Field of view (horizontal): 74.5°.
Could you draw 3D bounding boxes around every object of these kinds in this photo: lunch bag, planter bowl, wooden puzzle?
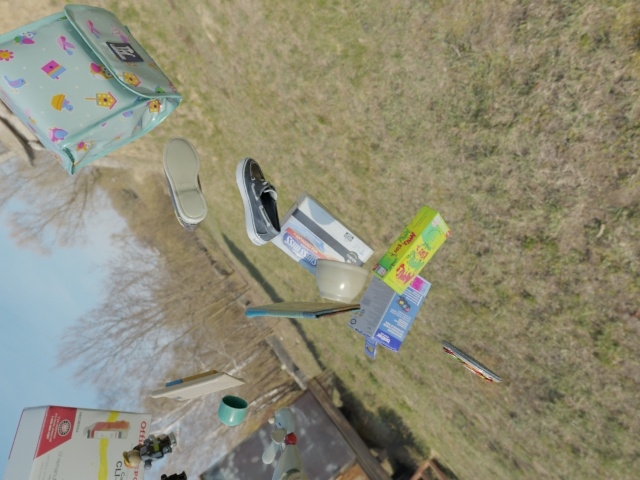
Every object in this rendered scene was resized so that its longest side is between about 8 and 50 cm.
[{"bbox_3d":[-0.421,-0.289,0.773,0.223,0.262,0.160,49,154,-3],"label":"lunch bag"},{"bbox_3d":[0.056,0.126,1.248,0.162,0.109,0.162,13,170,2],"label":"planter bowl"},{"bbox_3d":[-0.375,0.452,1.322,0.238,0.221,0.044,70,-175,-67],"label":"wooden puzzle"}]

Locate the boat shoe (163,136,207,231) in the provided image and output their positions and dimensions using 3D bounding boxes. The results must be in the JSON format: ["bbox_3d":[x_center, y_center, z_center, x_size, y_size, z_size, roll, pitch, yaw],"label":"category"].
[{"bbox_3d":[-0.442,-0.186,1.366,0.097,0.117,0.324,-50,55,54],"label":"boat shoe"}]

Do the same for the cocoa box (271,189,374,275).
[{"bbox_3d":[0.000,0.000,1.695,0.347,0.228,0.231,39,-174,-10],"label":"cocoa box"}]

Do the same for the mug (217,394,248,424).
[{"bbox_3d":[-0.415,0.803,1.986,0.129,0.097,0.158,17,180,2],"label":"mug"}]

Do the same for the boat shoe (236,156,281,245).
[{"bbox_3d":[-0.179,-0.137,1.278,0.108,0.102,0.301,25,-134,-50],"label":"boat shoe"}]

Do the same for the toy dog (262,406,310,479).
[{"bbox_3d":[-0.147,0.760,1.452,0.333,0.161,0.220,-126,41,-60],"label":"toy dog"}]

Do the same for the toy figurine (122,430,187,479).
[{"bbox_3d":[-0.501,0.700,1.267,0.213,0.148,0.209,131,120,-70],"label":"toy figurine"}]

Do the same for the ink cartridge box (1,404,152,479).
[{"bbox_3d":[-0.768,0.699,1.366,0.385,0.160,0.279,36,-136,-50],"label":"ink cartridge box"}]

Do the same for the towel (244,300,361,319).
[{"bbox_3d":[-0.071,0.263,1.583,0.370,0.271,0.040,-5,87,41],"label":"towel"}]

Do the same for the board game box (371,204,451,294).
[{"bbox_3d":[0.198,0.023,0.909,0.043,0.181,0.092,38,179,42],"label":"board game box"}]

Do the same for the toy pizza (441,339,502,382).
[{"bbox_3d":[0.446,0.367,1.262,0.201,0.032,0.201,33,-179,0],"label":"toy pizza"}]

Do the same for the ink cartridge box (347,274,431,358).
[{"bbox_3d":[0.282,0.313,1.855,0.151,0.395,0.270,34,171,-16],"label":"ink cartridge box"}]
